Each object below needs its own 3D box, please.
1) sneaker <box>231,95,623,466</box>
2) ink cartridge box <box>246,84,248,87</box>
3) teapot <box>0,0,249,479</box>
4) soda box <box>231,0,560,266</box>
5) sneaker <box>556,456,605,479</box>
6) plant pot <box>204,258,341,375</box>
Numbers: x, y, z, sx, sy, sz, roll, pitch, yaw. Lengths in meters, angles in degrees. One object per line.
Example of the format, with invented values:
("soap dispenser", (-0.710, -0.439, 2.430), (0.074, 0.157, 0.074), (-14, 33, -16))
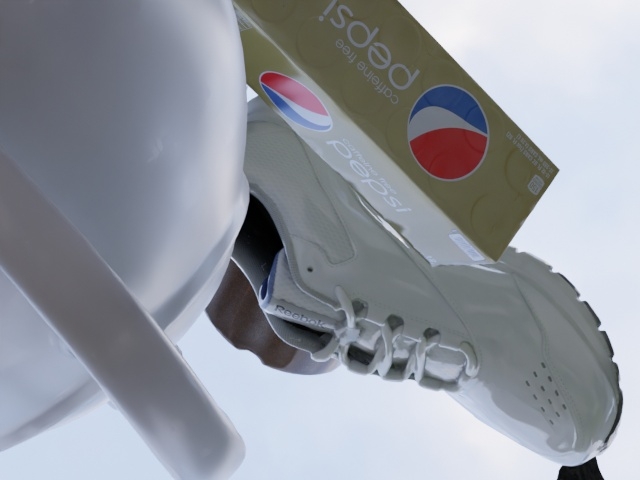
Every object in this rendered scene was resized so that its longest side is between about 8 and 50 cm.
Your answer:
("sneaker", (0.036, 0.038, 1.091), (0.297, 0.111, 0.129), (36, -140, 16))
("ink cartridge box", (-0.163, -0.171, 1.055), (0.166, 0.285, 0.395), (-17, -162, 10))
("teapot", (-0.113, -0.012, 0.661), (0.252, 0.187, 0.256), (-24, -156, 35))
("soda box", (0.024, -0.068, 0.890), (0.061, 0.181, 0.058), (-53, -158, -20))
("sneaker", (0.206, 0.235, 1.341), (0.089, 0.051, 0.170), (-36, -110, 0))
("plant pot", (0.000, 0.000, 1.400), (0.167, 0.165, 0.167), (21, -149, -13))
